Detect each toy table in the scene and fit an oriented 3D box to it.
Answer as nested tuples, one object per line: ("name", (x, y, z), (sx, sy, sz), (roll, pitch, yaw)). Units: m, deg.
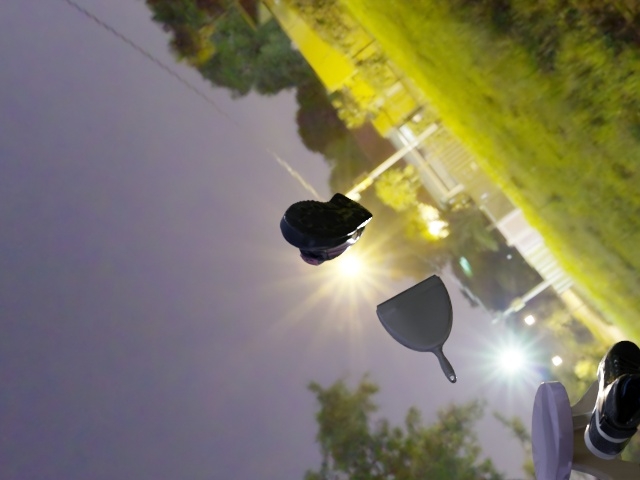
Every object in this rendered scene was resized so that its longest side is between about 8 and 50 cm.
("toy table", (0.498, 0.371, 1.515), (0.274, 0.161, 0.252), (85, -178, -56))

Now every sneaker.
("sneaker", (0.000, 0.000, 1.456), (0.112, 0.131, 0.319), (37, -162, 15))
("sneaker", (0.467, 0.215, 1.213), (0.079, 0.121, 0.217), (22, -129, 11))

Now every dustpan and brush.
("dustpan and brush", (0.218, 0.191, 1.602), (0.211, 0.147, 0.060), (62, 180, 5))
